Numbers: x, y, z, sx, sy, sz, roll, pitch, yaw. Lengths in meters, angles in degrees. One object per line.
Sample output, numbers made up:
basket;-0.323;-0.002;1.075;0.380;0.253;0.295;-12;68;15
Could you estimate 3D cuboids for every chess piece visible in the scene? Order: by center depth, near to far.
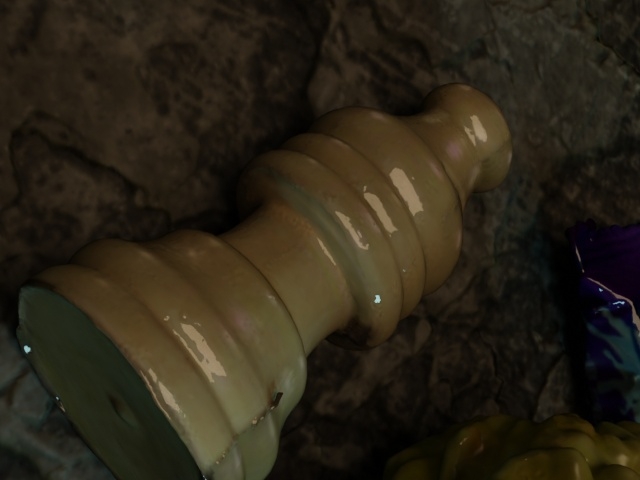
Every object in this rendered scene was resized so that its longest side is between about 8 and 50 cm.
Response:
chess piece;0.000;0.000;0.601;0.139;0.124;0.307;44;56;9

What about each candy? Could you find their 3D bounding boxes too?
candy;0.231;0.112;0.786;0.145;0.070;0.275;-14;95;-44

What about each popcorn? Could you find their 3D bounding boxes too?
popcorn;0.117;0.207;0.628;0.235;0.181;0.217;-34;110;-27
